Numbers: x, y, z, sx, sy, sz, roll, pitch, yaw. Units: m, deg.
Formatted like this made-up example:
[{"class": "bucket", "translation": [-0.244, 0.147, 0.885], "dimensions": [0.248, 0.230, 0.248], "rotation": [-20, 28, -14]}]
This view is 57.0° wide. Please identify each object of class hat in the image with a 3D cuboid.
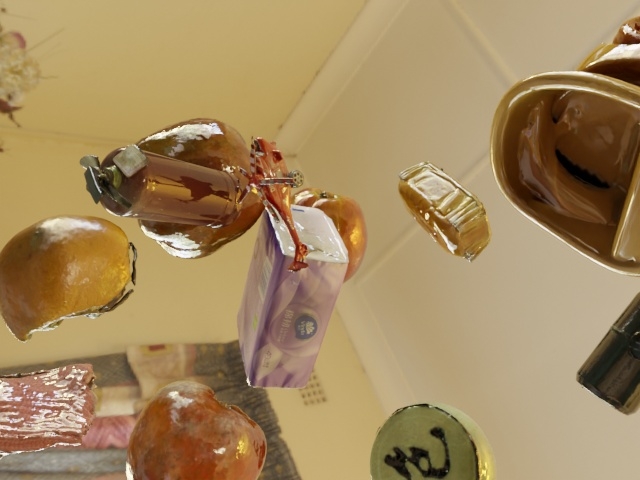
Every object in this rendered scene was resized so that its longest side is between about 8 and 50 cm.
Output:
[{"class": "hat", "translation": [-0.530, 0.288, 1.000], "dimensions": [0.236, 0.286, 0.107], "rotation": [-145, -122, -65]}]

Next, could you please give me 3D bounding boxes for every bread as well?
[{"class": "bread", "translation": [0.261, -0.066, 1.275], "dimensions": [0.136, 0.107, 0.241], "rotation": [60, -3, -39]}]

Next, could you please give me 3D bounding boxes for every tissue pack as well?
[{"class": "tissue pack", "translation": [-0.070, 0.119, 1.263], "dimensions": [0.242, 0.160, 0.338], "rotation": [-111, -148, -57]}]

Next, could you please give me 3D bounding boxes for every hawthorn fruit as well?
[{"class": "hawthorn fruit", "translation": [-0.215, 0.376, 1.022], "dimensions": [0.231, 0.235, 0.263], "rotation": [-115, -142, -75]}, {"class": "hawthorn fruit", "translation": [-0.222, -0.114, 1.156], "dimensions": [0.301, 0.268, 0.268], "rotation": [-26, -112, 6]}]

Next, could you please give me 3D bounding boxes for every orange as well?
[{"class": "orange", "translation": [-0.302, 0.031, 0.684], "dimensions": [0.160, 0.170, 0.112], "rotation": [14, -45, 18]}]

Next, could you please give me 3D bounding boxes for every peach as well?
[{"class": "peach", "translation": [0.000, 0.000, 1.570], "dimensions": [0.238, 0.281, 0.281], "rotation": [20, -72, 32]}]

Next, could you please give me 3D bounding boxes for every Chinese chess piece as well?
[{"class": "Chinese chess piece", "translation": [0.300, 0.620, 1.613], "dimensions": [0.349, 0.146, 0.349], "rotation": [-15, -118, 31]}]

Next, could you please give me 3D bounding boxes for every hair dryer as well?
[{"class": "hair dryer", "translation": [0.320, 0.116, 0.577], "dimensions": [0.071, 0.219, 0.124], "rotation": [35, -86, 19]}]

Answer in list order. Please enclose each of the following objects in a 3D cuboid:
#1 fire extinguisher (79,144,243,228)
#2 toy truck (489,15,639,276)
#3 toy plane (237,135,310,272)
[{"class": "fire extinguisher", "translation": [-0.219, -0.070, 0.817], "dimensions": [0.105, 0.269, 0.105], "rotation": [-2, -95, 29]}, {"class": "toy truck", "translation": [0.346, -0.098, 0.599], "dimensions": [0.288, 0.211, 0.204], "rotation": [33, -36, 37]}, {"class": "toy plane", "translation": [-0.052, -0.057, 0.856], "dimensions": [0.194, 0.077, 0.126], "rotation": [53, -44, 6]}]
